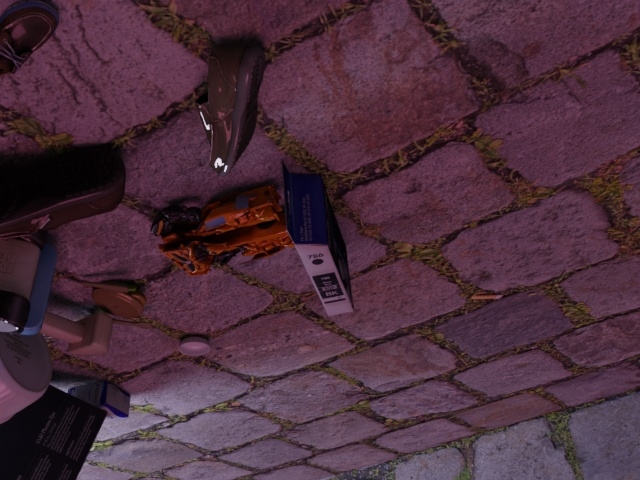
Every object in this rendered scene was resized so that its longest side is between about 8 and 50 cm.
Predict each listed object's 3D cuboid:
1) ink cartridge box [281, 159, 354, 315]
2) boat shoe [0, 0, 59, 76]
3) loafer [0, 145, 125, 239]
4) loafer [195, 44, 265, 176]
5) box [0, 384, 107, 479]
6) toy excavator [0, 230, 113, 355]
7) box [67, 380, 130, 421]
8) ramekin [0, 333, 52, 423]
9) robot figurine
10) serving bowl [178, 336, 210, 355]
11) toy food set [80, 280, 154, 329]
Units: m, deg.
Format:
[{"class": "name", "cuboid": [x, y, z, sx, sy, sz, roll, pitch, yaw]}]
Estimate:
[{"class": "ink cartridge box", "cuboid": [0.000, 0.000, 1.373, 0.065, 0.166, 0.333, -11, 147, 9]}, {"class": "boat shoe", "cuboid": [-0.441, -0.269, 1.004, 0.183, 0.066, 0.066, -25, 142, 27]}, {"class": "loafer", "cuboid": [-0.510, -0.055, 1.235, 0.365, 0.134, 0.130, -11, 151, -3]}, {"class": "loafer", "cuboid": [-0.150, -0.210, 1.127, 0.087, 0.094, 0.251, 22, 134, 3]}, {"class": "box", "cuboid": [-0.794, 0.558, 1.870, 0.312, 0.343, 0.179, 32, 134, -15]}, {"class": "toy excavator", "cuboid": [-0.634, 0.116, 1.457, 0.432, 0.223, 0.445, 11, 155, -18]}, {"class": "box", "cuboid": [-0.651, 0.478, 2.080, 0.137, 0.072, 0.126, -15, 145, 14]}, {"class": "ramekin", "cuboid": [-0.723, 0.269, 1.601, 0.127, 0.273, 0.273, -23, 144, 6]}, {"class": "robot figurine", "cuboid": [-0.190, -0.011, 1.403, 0.290, 0.085, 0.211, -18, 143, 18]}, {"class": "serving bowl", "cuboid": [-0.330, 0.273, 1.857, 0.083, 0.027, 0.083, -4, 146, -3]}, {"class": "toy food set", "cuboid": [-0.459, 0.136, 1.627, 0.132, 0.039, 0.192, 7, 146, 12]}]
